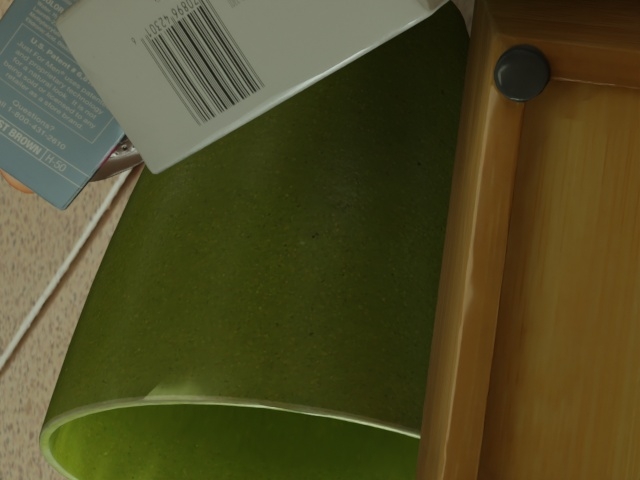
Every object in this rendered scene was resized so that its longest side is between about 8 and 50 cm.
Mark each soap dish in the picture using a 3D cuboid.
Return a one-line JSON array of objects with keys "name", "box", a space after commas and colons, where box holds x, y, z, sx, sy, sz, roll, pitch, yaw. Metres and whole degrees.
[{"name": "soap dish", "box": [0.160, 0.037, 0.863, 0.229, 0.118, 0.290, 8, 96, 13]}]

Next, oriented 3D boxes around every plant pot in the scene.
[{"name": "plant pot", "box": [0.000, 0.000, 1.110, 0.275, 0.275, 0.293, -27, 50, 53]}]

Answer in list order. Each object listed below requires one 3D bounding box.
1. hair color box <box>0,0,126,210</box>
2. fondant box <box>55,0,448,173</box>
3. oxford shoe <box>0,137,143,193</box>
[{"name": "hair color box", "box": [-0.087, -0.207, 1.234, 0.374, 0.114, 0.185, -47, 12, 36]}, {"name": "fondant box", "box": [0.063, -0.176, 0.928, 0.096, 0.330, 0.238, 57, 145, -7]}, {"name": "oxford shoe", "box": [-0.167, -0.215, 1.506, 0.133, 0.130, 0.363, -5, 75, 24]}]
